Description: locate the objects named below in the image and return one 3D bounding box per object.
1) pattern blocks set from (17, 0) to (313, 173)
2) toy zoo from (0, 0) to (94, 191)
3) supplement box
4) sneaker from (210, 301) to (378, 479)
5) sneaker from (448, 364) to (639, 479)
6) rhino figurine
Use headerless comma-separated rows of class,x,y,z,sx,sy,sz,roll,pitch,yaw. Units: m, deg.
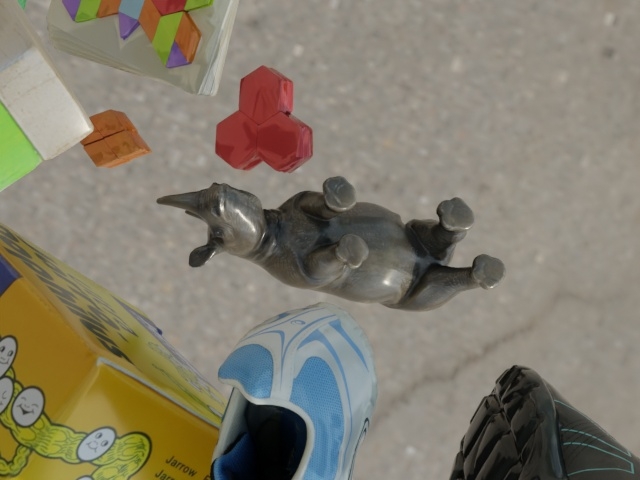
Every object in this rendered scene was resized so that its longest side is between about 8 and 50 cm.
pattern blocks set,-0.130,-0.194,1.517,0.026,0.325,0.285,2,96,-56
toy zoo,-0.210,0.006,0.533,0.293,0.192,0.030,-34,124,-1
supplement box,-0.217,0.189,1.117,0.356,0.194,0.195,-52,137,1
sneaker,-0.019,0.137,1.017,0.086,0.085,0.237,-22,129,-29
sneaker,0.141,0.155,1.039,0.106,0.267,0.101,23,106,-18
rhino figurine,0.000,0.000,1.394,0.243,0.106,0.073,11,71,-21
